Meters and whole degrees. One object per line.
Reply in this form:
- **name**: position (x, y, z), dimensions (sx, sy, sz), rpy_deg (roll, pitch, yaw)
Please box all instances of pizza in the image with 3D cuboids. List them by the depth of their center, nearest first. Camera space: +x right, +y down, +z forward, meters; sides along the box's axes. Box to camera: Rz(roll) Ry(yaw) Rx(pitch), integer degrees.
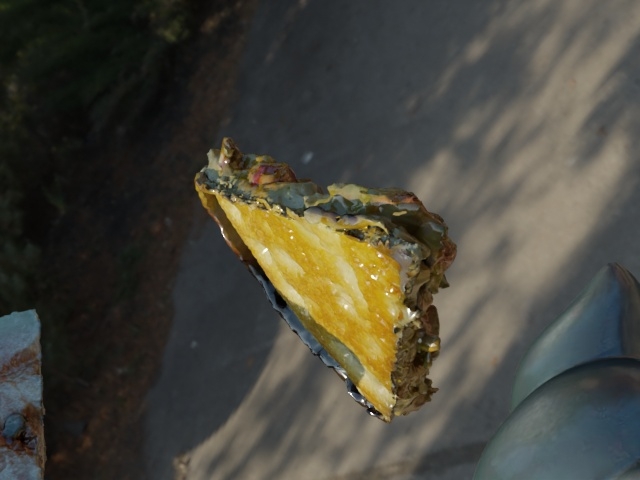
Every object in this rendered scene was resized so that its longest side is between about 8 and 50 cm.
- **pizza**: position (0.000, 0.000, 0.877), dimensions (0.074, 0.251, 0.288), rpy_deg (-41, -20, -23)

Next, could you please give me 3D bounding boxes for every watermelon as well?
- **watermelon**: position (-0.271, 0.160, 0.919), dimensions (0.241, 0.154, 0.094), rpy_deg (-129, 36, -47)

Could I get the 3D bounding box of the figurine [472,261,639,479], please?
- **figurine**: position (0.092, 0.147, 0.522), dimensions (0.265, 0.140, 0.193), rpy_deg (-36, 19, 24)
